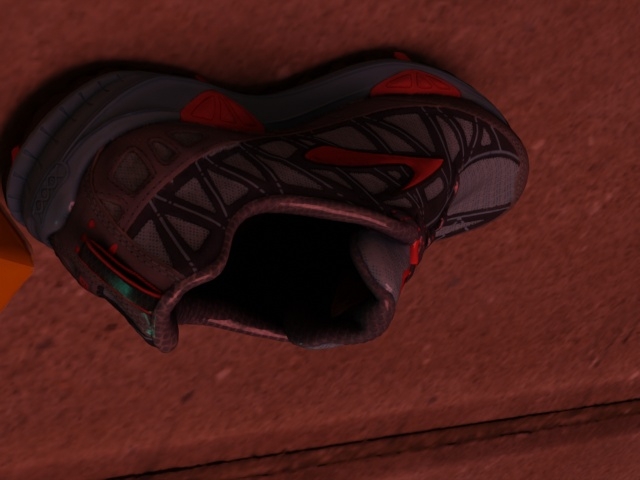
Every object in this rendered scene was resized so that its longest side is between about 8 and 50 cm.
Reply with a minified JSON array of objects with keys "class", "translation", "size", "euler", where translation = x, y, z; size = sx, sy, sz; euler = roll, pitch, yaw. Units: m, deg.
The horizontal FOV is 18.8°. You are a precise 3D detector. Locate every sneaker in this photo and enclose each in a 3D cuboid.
[{"class":"sneaker","translation":[0.000,0.000,0.802],"size":[0.262,0.125,0.104],"euler":[-7,136,-41]}]

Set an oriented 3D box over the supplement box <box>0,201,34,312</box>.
[{"class":"supplement box","translation":[-0.283,-0.004,0.441],"size":[0.356,0.195,0.194],"euler":[10,123,-50]}]
